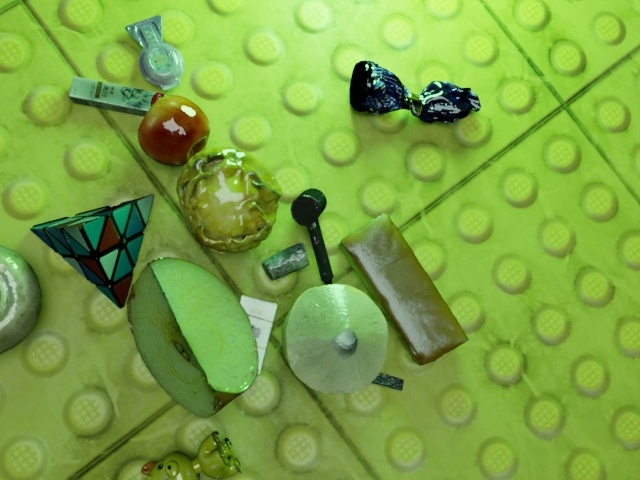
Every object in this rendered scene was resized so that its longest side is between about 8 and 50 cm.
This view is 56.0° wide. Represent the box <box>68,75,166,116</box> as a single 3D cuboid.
[{"bbox_3d":[-0.481,-0.339,1.435,0.218,0.039,0.055,9,78,-7],"label":"box"}]

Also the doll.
[{"bbox_3d":[-0.293,0.505,1.294,0.221,0.135,0.143,-32,54,-6],"label":"doll"}]

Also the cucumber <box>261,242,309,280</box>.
[{"bbox_3d":[-0.082,0.050,1.420,0.112,0.064,0.064,-22,85,-8],"label":"cucumber"}]

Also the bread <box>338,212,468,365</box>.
[{"bbox_3d":[0.195,0.121,1.441,0.138,0.077,0.361,-32,86,-13],"label":"bread"}]

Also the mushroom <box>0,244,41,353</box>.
[{"bbox_3d":[-0.712,0.130,1.257,0.255,0.184,0.254,6,70,-18],"label":"mushroom"}]

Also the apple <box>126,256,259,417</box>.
[{"bbox_3d":[-0.282,0.202,1.299,0.254,0.179,0.346,-29,92,-7],"label":"apple"}]

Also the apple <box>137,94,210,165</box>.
[{"bbox_3d":[-0.333,-0.248,1.383,0.139,0.163,0.163,32,78,-5],"label":"apple"}]

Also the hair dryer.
[{"bbox_3d":[0.000,0.000,1.436,0.071,0.114,0.248,-15,103,13],"label":"hair dryer"}]

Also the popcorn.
[{"bbox_3d":[-0.201,-0.092,1.363,0.250,0.190,0.250,-2,95,-23],"label":"popcorn"}]

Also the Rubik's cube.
[{"bbox_3d":[-0.446,-0.010,1.372,0.234,0.284,0.250,-48,116,-33],"label":"Rubik's cube"}]

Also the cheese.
[{"bbox_3d":[-0.398,-0.454,1.465,0.105,0.042,0.191,-25,83,-13],"label":"cheese"}]

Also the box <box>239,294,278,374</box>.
[{"bbox_3d":[-0.163,0.218,1.399,0.090,0.024,0.166,15,80,-5],"label":"box"}]

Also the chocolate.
[{"bbox_3d":[0.245,-0.354,1.517,0.343,0.126,0.148,8,42,-14],"label":"chocolate"}]

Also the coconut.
[{"bbox_3d":[0.030,0.215,1.316,0.239,0.244,0.239,1,80,-7],"label":"coconut"}]

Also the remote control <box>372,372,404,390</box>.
[{"bbox_3d":[0.153,0.333,1.431,0.091,0.016,0.034,17,63,-6],"label":"remote control"}]
